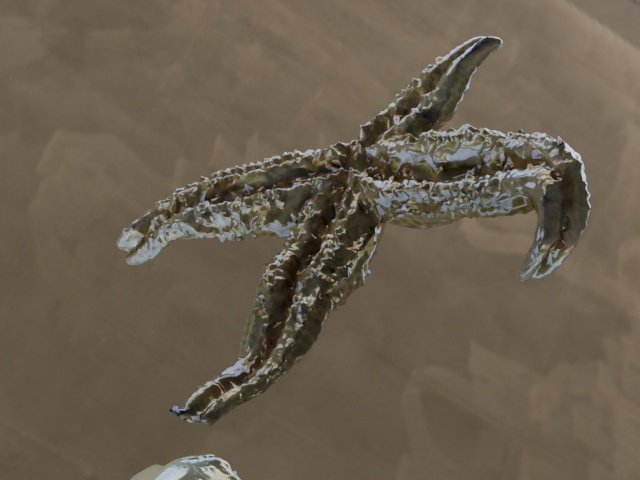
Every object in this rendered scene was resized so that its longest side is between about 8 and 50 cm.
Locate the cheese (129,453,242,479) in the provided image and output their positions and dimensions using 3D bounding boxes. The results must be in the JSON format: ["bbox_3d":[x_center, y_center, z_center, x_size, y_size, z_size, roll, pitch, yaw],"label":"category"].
[{"bbox_3d":[-0.050,0.279,0.752,0.266,0.127,0.233,31,-147,-17],"label":"cheese"}]

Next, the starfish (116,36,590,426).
[{"bbox_3d":[0.000,0.000,0.849,0.082,0.432,0.324,52,-160,-37],"label":"starfish"}]
